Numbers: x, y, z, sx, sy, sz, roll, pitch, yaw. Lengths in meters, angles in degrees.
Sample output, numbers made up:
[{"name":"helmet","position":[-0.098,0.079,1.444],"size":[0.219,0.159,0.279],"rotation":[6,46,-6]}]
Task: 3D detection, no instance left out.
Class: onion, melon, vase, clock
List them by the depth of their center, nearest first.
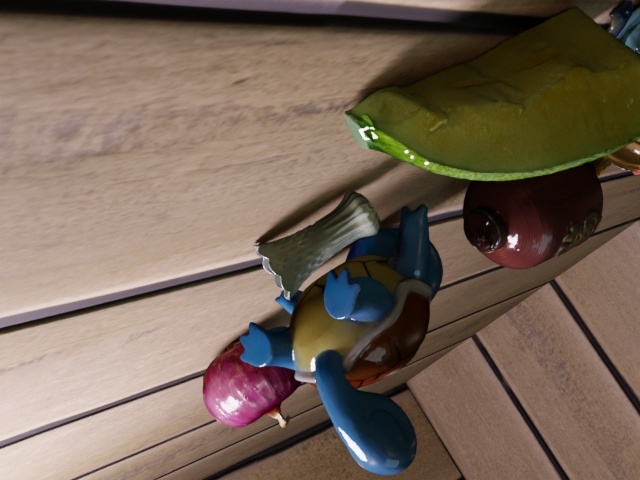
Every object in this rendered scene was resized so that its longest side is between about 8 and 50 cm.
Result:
[{"name":"melon","position":[0.176,-0.136,0.983],"size":[0.323,0.196,0.124],"rotation":[-20,128,-14]},{"name":"vase","position":[0.000,0.000,1.158],"size":[0.148,0.081,0.081],"rotation":[-34,166,-7]},{"name":"clock","position":[0.401,-0.257,1.161],"size":[0.147,0.045,0.108],"rotation":[-31,164,-19]},{"name":"onion","position":[-0.110,0.232,1.559],"size":[0.177,0.153,0.177],"rotation":[-21,153,-12]}]

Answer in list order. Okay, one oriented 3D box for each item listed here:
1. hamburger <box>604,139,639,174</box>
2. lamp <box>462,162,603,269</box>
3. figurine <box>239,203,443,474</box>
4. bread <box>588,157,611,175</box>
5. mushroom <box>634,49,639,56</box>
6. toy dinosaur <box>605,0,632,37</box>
[{"name":"hamburger","position":[0.475,-0.185,1.361],"size":[0.137,0.175,0.175],"rotation":[-34,171,-46]},{"name":"lamp","position":[0.324,-0.055,1.450],"size":[0.258,0.180,0.180],"rotation":[-21,162,-34]},{"name":"figurine","position":[0.056,0.100,1.279],"size":[0.298,0.243,0.416],"rotation":[-45,-161,36]},{"name":"bread","position":[0.463,-0.157,1.574],"size":[0.139,0.077,0.271],"rotation":[-33,168,-10]},{"name":"mushroom","position":[0.340,-0.197,1.109],"size":[0.101,0.019,0.049],"rotation":[-28,164,-20]},{"name":"toy dinosaur","position":[0.304,-0.184,1.196],"size":[0.188,0.075,0.248],"rotation":[-41,161,-5]}]
